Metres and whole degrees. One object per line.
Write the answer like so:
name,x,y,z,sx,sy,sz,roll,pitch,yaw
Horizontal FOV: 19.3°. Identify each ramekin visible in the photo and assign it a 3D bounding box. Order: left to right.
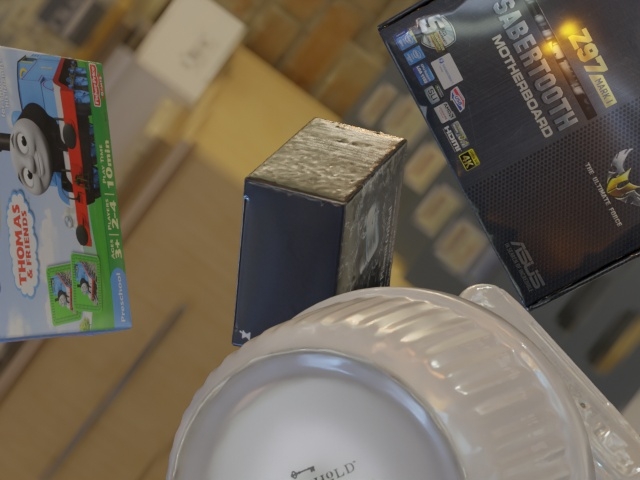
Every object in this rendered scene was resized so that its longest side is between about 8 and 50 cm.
ramekin,0.022,0.127,0.926,0.207,0.207,0.109,-51,-19,18

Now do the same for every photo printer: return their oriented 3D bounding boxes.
photo printer,0.155,0.231,1.909,0.107,0.256,0.307,-23,-23,-49

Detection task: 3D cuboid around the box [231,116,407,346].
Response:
box,0.000,0.000,1.589,0.158,0.093,0.156,-46,-34,-58

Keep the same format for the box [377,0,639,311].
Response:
box,0.174,-0.093,1.328,0.183,0.233,0.059,-28,-2,10

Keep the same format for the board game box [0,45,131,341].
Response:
board game box,-0.175,-0.024,1.011,0.039,0.160,0.211,-8,-3,23
